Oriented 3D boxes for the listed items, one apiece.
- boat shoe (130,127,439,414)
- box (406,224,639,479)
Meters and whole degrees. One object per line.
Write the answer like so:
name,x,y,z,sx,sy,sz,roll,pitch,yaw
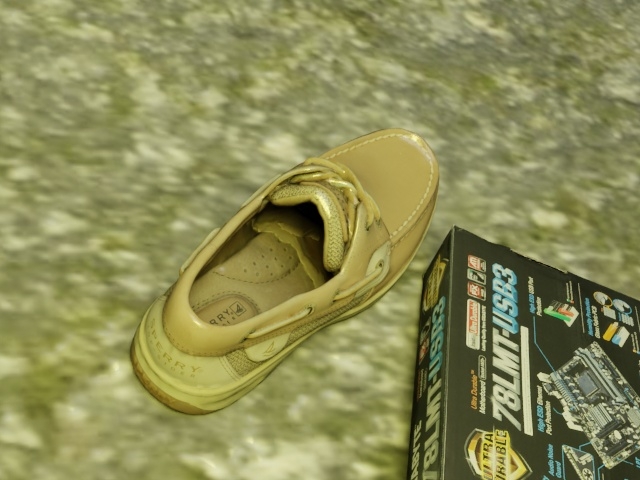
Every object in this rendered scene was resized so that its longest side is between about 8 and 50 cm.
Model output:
boat shoe,0.000,0.000,0.972,0.121,0.110,0.341,40,49,7
box,0.212,0.144,0.948,0.293,0.073,0.295,20,35,-8
